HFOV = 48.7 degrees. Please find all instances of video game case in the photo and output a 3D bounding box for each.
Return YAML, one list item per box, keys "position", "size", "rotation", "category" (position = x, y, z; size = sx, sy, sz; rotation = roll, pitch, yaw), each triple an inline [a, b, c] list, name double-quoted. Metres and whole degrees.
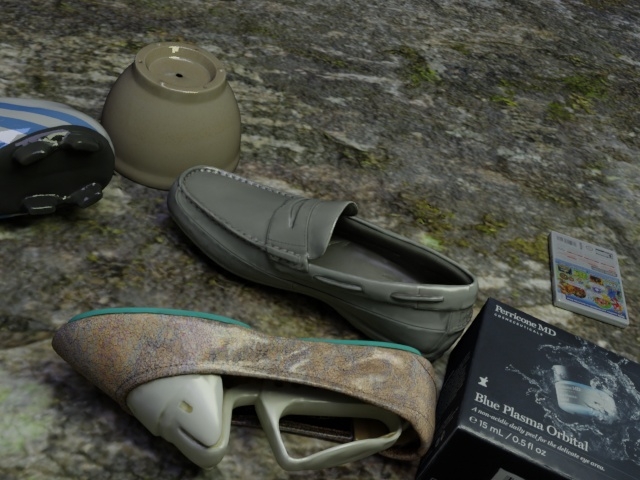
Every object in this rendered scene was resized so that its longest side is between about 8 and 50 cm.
- position: [0.313, 0.044, 0.832]
  size: [0.087, 0.011, 0.122]
  rotation: [19, 42, -2]
  category: "video game case"

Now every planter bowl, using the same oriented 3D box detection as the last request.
- position: [-0.160, -0.147, 0.778]
  size: [0.162, 0.109, 0.162]
  rotation: [11, 44, -10]
  category: "planter bowl"

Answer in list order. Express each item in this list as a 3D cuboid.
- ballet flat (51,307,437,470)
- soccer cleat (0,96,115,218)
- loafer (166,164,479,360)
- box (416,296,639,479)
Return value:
- position: [-0.050, 0.122, 0.550]
  size: [0.316, 0.107, 0.106]
  rotation: [7, 51, -12]
  category: "ballet flat"
- position: [-0.357, -0.064, 0.634]
  size: [0.331, 0.116, 0.143]
  rotation: [-12, 35, -33]
  category: "soccer cleat"
- position: [0.000, 0.000, 0.683]
  size: [0.319, 0.111, 0.112]
  rotation: [25, 43, 6]
  category: "loafer"
- position: [0.185, 0.156, 0.608]
  size: [0.156, 0.093, 0.158]
  rotation: [24, 41, 5]
  category: "box"
